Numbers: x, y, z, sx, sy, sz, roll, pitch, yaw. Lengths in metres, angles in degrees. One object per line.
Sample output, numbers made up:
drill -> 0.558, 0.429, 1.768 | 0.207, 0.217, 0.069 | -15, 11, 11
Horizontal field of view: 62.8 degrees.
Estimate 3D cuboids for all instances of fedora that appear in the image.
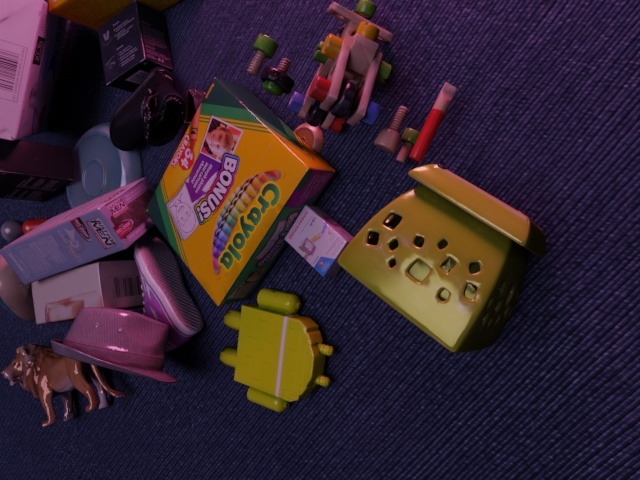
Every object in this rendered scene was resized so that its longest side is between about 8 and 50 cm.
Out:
fedora -> -0.433, 0.216, 1.150 | 0.276, 0.243, 0.124 | 14, 77, 4

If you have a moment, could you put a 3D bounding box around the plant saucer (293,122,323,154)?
plant saucer -> -0.033, -0.202, 1.077 | 0.084, 0.015, 0.083 | -1, 88, 33

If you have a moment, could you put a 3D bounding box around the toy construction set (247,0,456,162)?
toy construction set -> 0.085, -0.299, 0.905 | 0.309, 0.257, 0.237 | 27, 92, 10

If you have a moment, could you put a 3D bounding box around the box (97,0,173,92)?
box -> -0.465, -0.481, 1.316 | 0.156, 0.093, 0.158 | -16, 81, 32

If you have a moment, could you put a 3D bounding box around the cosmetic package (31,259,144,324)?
cosmetic package -> -0.591, 0.135, 1.353 | 0.297, 0.153, 0.129 | -11, 84, 34

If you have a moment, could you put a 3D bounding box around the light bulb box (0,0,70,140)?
light bulb box -> -0.845, -0.474, 1.387 | 0.361, 0.226, 0.357 | -133, 59, -69

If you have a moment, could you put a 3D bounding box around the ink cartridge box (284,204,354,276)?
ink cartridge box -> 0.000, 0.000, 1.030 | 0.122, 0.052, 0.088 | 43, 111, 27

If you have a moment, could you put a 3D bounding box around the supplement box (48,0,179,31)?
supplement box -> -0.473, -0.670, 1.265 | 0.357, 0.195, 0.193 | -10, 83, 32

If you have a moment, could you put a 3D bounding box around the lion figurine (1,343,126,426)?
lion figurine -> -0.691, 0.363, 1.432 | 0.393, 0.142, 0.240 | -22, 77, 23

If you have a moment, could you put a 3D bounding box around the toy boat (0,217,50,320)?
toy boat -> -0.846, 0.073, 1.489 | 0.148, 0.267, 0.317 | -8, 58, -4

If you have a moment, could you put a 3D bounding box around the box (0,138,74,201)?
box -> -0.831, -0.191, 1.464 | 0.261, 0.185, 0.103 | -14, 80, 44

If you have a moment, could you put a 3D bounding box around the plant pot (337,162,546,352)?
plant pot -> 0.202, 0.020, 0.803 | 0.227, 0.228, 0.207 | 38, 103, 28

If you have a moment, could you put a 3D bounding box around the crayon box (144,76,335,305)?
crayon box -> -0.188, -0.100, 1.115 | 0.313, 0.106, 0.362 | 47, 116, 25

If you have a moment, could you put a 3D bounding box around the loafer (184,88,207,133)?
loafer -> -0.297, -0.267, 1.222 | 0.062, 0.061, 0.169 | 4, 92, 32

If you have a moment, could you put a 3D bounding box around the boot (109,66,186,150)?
boot -> -0.414, -0.276, 1.239 | 0.246, 0.094, 0.207 | -48, 39, 17

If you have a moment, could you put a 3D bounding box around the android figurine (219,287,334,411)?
android figurine -> -0.093, 0.228, 1.084 | 0.273, 0.056, 0.247 | 6, 92, 33

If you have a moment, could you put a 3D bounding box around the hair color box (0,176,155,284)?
hair color box -> -0.584, -0.021, 1.296 | 0.375, 0.185, 0.113 | -17, 112, 27

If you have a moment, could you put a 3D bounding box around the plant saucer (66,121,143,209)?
plant saucer -> -0.605, -0.170, 1.432 | 0.318, 0.044, 0.317 | -1, 88, 34

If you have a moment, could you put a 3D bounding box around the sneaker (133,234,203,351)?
sneaker -> -0.406, 0.134, 1.265 | 0.161, 0.102, 0.281 | -38, 70, 30
